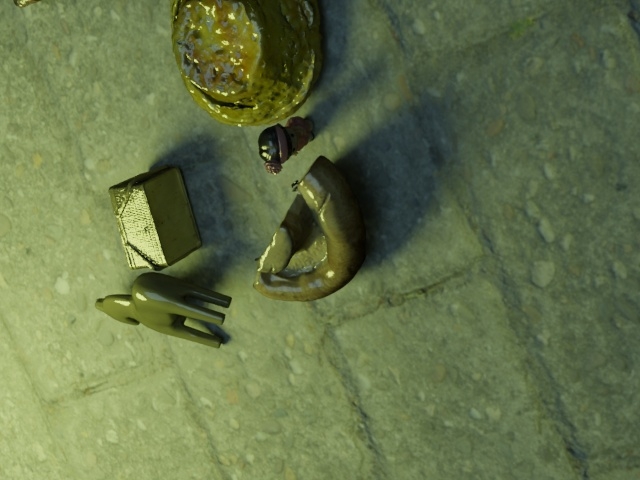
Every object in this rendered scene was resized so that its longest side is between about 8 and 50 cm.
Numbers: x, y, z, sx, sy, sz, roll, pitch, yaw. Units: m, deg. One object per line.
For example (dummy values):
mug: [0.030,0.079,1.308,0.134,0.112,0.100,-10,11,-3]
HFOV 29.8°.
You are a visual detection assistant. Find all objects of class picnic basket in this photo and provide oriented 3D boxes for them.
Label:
picnic basket: [-0.279,-0.037,2.030,0.079,0.115,0.164,-7,104,31]

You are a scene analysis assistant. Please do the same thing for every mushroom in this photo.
mushroom: [0.000,0.000,1.887,0.151,0.156,0.285,29,131,2]

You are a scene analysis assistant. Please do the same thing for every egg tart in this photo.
egg tart: [-0.133,-0.310,1.852,0.294,0.123,0.294,10,114,25]

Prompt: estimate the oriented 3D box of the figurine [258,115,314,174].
figurine: [-0.055,-0.151,1.863,0.054,0.129,0.072,12,113,20]

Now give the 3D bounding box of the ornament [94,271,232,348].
ornament: [-0.280,0.119,2.083,0.245,0.061,0.230,18,157,2]

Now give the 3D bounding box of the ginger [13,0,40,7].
ginger: [-0.496,-0.536,1.999,0.122,0.084,0.290,3,107,4]
